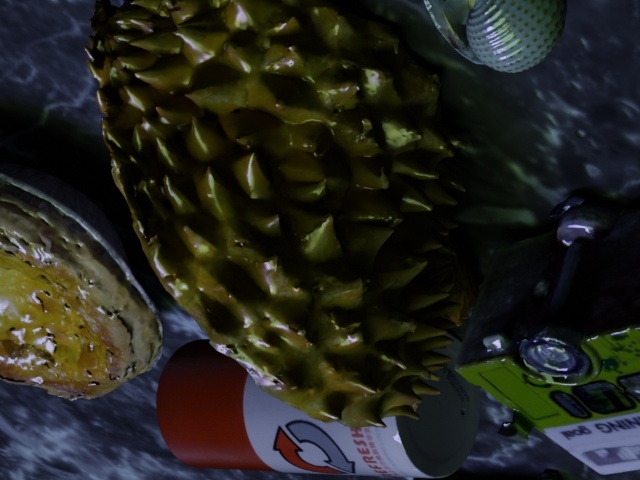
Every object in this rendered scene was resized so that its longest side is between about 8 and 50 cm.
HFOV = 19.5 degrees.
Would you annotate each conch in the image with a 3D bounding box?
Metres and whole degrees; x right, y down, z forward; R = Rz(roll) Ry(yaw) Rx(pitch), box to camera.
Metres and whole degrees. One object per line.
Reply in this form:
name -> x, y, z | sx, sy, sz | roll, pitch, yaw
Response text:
conch -> 0.085, -0.125, 0.912 | 0.076, 0.057, 0.085 | 17, 131, 51

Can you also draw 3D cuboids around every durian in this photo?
durian -> -0.010, 0.000, 1.034 | 0.185, 0.195, 0.305 | -20, 124, 41

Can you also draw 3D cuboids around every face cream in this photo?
face cream -> -0.005, 0.112, 1.268 | 0.214, 0.096, 0.096 | -4, 136, 39

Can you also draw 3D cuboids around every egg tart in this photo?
egg tart -> -0.209, 0.017, 1.282 | 0.234, 0.094, 0.234 | 16, 144, 12

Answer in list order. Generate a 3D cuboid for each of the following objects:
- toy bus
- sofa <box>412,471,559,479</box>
toy bus -> 0.223, 0.040, 1.000 | 0.139, 0.113, 0.302 | 40, 144, -27
sofa -> 0.116, 0.195, 1.333 | 0.118, 0.060, 0.039 | 0, 132, 37
